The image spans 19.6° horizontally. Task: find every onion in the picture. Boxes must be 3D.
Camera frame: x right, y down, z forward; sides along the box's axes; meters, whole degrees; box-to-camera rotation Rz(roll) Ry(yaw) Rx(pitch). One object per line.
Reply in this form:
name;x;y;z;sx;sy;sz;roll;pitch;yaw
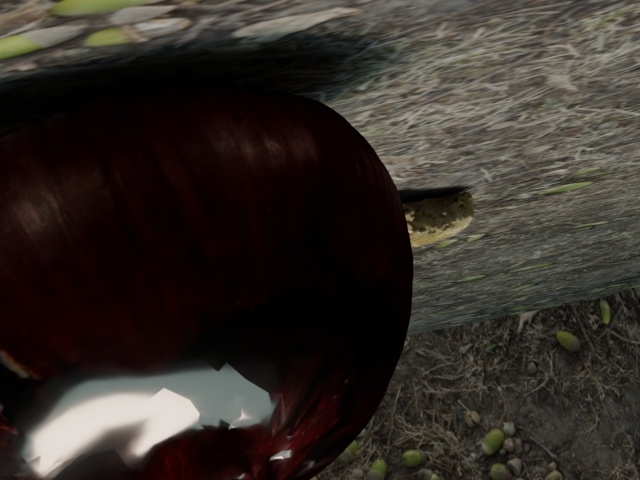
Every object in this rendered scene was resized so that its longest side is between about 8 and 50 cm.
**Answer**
onion;-0.071;0.063;0.883;0.273;0.285;0.273;-18;148;-12

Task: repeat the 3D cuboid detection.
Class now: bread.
bread;0.000;0.000;1.458;0.182;0.039;0.251;-18;172;36
